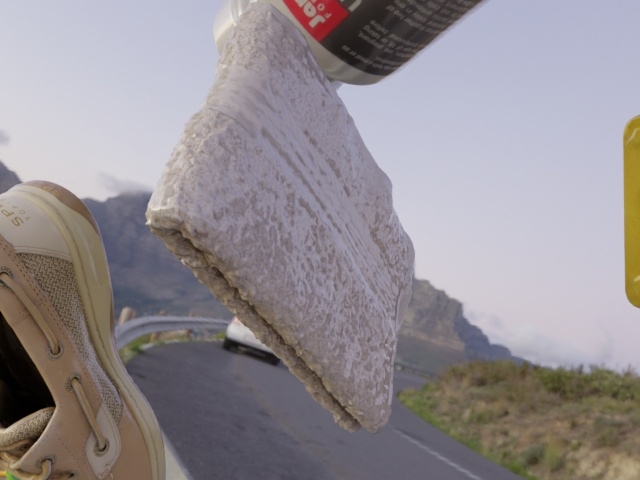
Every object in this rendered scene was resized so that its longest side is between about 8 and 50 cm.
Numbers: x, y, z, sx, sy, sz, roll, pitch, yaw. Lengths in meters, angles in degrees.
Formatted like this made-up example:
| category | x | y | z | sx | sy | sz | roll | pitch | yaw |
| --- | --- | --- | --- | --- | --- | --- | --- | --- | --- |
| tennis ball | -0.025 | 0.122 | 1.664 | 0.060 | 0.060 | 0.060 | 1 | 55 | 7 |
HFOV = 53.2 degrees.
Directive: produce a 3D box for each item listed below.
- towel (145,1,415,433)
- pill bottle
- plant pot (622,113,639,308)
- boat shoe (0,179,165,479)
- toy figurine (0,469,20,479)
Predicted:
| category | x | y | z | sx | sy | sz | roll | pitch | yaw |
| --- | --- | --- | --- | --- | --- | --- | --- | --- | --- |
| towel | 0.000 | 0.000 | 0.456 | 0.049 | 0.187 | 0.282 | -7 | -41 | 29 |
| pill bottle | 0.052 | -0.238 | 0.517 | 0.176 | 0.176 | 0.319 | 23 | -38 | -33 |
| plant pot | 0.339 | -0.022 | 0.448 | 0.187 | 0.212 | 0.212 | -2 | 2 | -21 |
| boat shoe | -0.216 | 0.129 | 0.501 | 0.122 | 0.340 | 0.110 | 2 | 23 | 25 |
| toy figurine | -0.324 | 0.211 | 0.646 | 0.159 | 0.173 | 0.130 | -20 | -25 | 16 |
